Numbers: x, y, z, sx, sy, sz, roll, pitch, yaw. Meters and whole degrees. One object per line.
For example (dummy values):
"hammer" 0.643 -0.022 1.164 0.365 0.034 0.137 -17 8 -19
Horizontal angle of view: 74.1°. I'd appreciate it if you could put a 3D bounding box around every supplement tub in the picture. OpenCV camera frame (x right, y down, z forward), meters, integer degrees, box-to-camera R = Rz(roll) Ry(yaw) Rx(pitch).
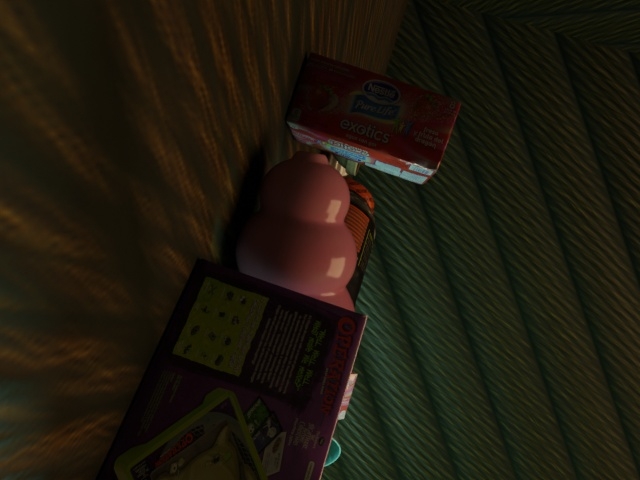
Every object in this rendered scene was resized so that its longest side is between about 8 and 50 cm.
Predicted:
"supplement tub" 0.003 0.030 0.931 0.207 0.207 0.338 101 9 -54

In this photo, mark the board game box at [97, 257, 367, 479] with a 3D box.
"board game box" -0.097 0.211 0.443 0.056 0.208 0.347 95 14 -68

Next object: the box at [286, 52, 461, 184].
"box" 0.085 -0.200 0.721 0.128 0.257 0.122 33 77 -85

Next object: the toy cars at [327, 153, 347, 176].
"toy cars" 0.077 -0.210 1.480 0.393 0.087 0.176 86 21 -66

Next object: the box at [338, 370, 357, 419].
"box" -0.052 0.431 1.244 0.300 0.142 0.154 16 92 -44

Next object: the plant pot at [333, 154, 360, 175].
"plant pot" 0.083 -0.310 1.196 0.237 0.110 0.237 17 90 -84

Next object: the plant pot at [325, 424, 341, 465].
"plant pot" -0.077 0.612 1.467 0.235 0.293 0.293 -88 -170 -51

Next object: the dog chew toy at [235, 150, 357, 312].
"dog chew toy" -0.037 0.038 0.625 0.206 0.207 0.332 -48 148 -79
